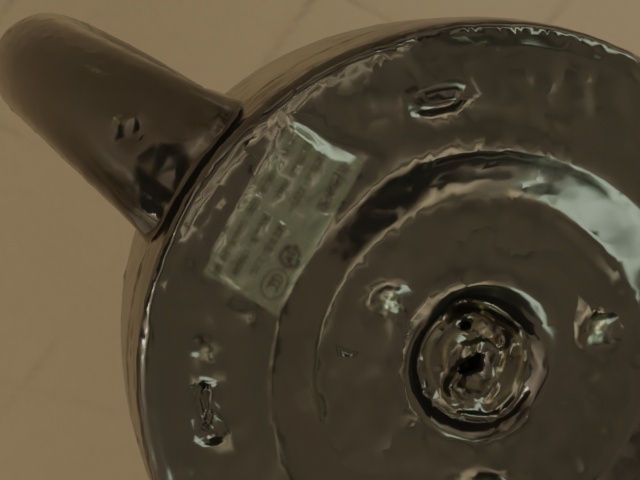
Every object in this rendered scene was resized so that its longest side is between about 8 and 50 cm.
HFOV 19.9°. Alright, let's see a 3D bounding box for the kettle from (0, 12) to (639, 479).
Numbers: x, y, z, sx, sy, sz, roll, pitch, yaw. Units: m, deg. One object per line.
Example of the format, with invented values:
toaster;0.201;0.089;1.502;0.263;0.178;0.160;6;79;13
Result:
kettle;0.000;0.000;0.665;0.268;0.290;0.207;35;92;-14
